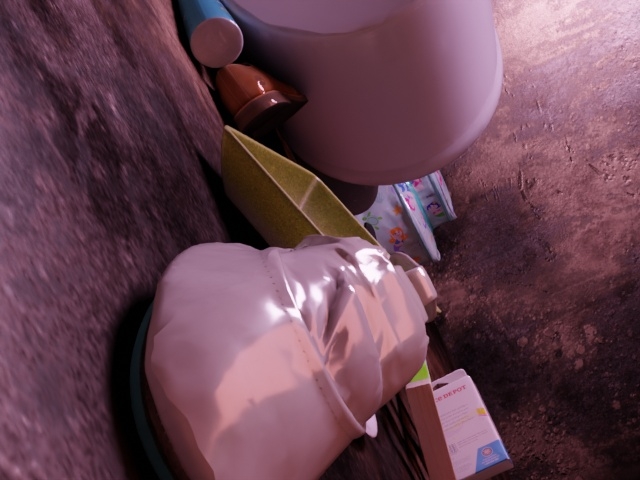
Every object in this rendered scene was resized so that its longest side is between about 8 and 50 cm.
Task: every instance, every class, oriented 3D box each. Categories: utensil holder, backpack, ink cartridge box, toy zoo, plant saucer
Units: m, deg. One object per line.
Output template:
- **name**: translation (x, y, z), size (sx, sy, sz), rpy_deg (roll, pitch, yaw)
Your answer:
- **utensil holder**: translation (0.051, -0.287, 1.348), size (0.385, 0.328, 0.327), rpy_deg (61, 5, -68)
- **backpack**: translation (0.110, -0.066, 1.805), size (0.225, 0.191, 0.253), rpy_deg (56, 15, -57)
- **ink cartridge box**: translation (0.191, 0.258, 1.522), size (0.143, 0.092, 0.090), rpy_deg (67, 7, 23)
- **toy zoo**: translation (0.127, 0.204, 1.331), size (0.293, 0.030, 0.192), rpy_deg (-90, 165, -76)
- **plant saucer**: translation (0.000, 0.000, 0.942), size (0.188, 0.045, 0.188), rpy_deg (48, 10, 24)

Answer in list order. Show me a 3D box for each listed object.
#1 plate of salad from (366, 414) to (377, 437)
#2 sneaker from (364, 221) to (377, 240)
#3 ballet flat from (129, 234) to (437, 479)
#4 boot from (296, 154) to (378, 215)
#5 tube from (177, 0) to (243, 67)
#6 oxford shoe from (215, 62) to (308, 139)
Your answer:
- **plate of salad**: translation (0.015, 0.080, 0.992), size (0.199, 0.048, 0.200), rpy_deg (62, 7, -13)
- **sneaker**: translation (0.052, 0.046, 1.255), size (0.227, 0.087, 0.130), rpy_deg (28, 42, -70)
- **ballet flat**: translation (0.002, 0.048, 0.634), size (0.139, 0.139, 0.400), rpy_deg (64, 6, 1)
- **boot**: translation (-0.007, -0.178, 1.642), size (0.305, 0.112, 0.115), rpy_deg (62, -4, -3)
- **tube**: translation (-0.126, -0.243, 1.168), size (0.207, 0.052, 0.080), rpy_deg (-117, -176, -56)
- **oxford shoe**: translation (-0.066, -0.158, 1.200), size (0.076, 0.076, 0.212), rpy_deg (53, 5, 4)
